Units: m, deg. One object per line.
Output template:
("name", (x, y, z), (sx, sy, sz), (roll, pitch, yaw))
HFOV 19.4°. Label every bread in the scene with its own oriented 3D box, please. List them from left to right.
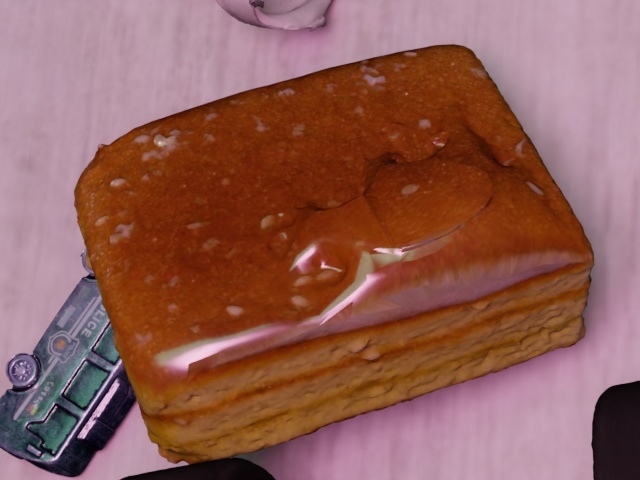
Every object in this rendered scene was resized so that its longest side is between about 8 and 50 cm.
("bread", (0.000, 0.000, 0.965), (0.234, 0.110, 0.184), (-19, 49, -6))

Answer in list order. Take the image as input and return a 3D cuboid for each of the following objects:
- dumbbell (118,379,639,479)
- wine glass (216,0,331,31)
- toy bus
("dumbbell", (0.065, 0.182, 0.866), (0.323, 0.204, 0.203), (-13, 66, 15))
("wine glass", (-0.079, -0.220, 1.098), (0.196, 0.165, 0.165), (19, 77, 29))
("toy bus", (-0.124, 0.057, 1.067), (0.065, 0.047, 0.166), (30, 81, 23))
